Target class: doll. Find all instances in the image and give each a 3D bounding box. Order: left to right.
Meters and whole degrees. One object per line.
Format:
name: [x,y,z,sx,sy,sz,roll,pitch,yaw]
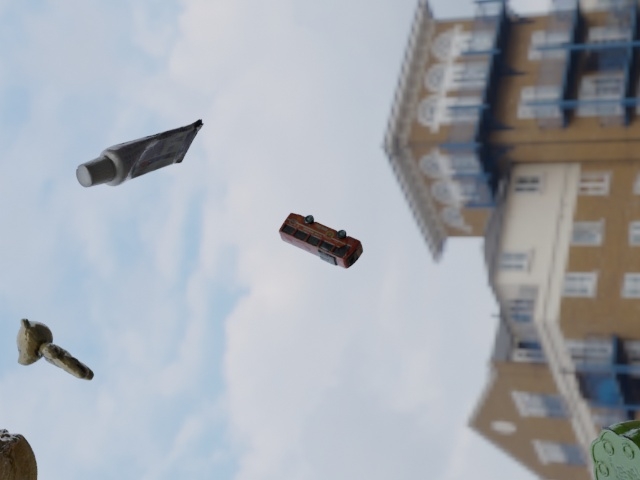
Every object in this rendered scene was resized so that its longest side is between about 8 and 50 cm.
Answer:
doll: [-0.288,0.119,1.388,0.061,0.093,0.051,66,-142,-71]

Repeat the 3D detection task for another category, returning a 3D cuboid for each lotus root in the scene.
lotus root: [0.551,0.355,2.044,0.186,0.186,0.186,0,-90,-67]

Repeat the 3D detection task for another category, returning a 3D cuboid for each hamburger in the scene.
hamburger: [-0.493,0.371,1.870,0.214,0.108,0.213,9,-90,-81]

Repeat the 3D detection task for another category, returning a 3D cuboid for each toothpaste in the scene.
toothpaste: [-0.320,-0.149,2.271,0.282,0.099,0.068,-27,-83,-50]

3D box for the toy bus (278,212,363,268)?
toy bus: [0.000,0.000,1.654,0.043,0.110,0.031,-54,-28,-24]
